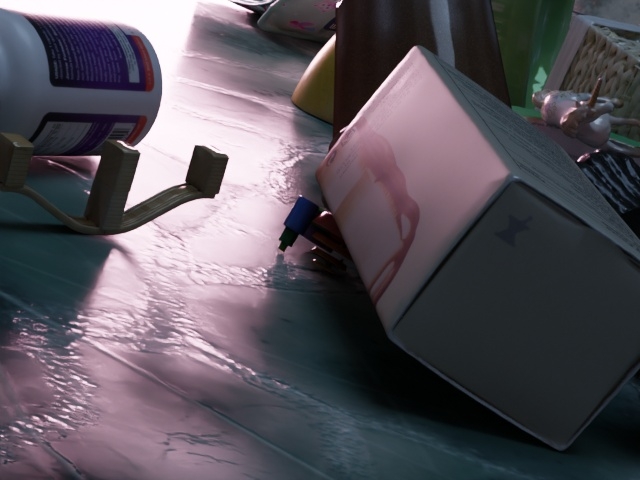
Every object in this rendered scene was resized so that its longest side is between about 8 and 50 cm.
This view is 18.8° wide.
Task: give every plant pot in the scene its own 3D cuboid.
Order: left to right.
[{"bbox_3d":[0.049,-0.166,1.938,0.134,0.095,0.134,17,15,-5],"label":"plant pot"},{"bbox_3d":[0.077,-0.114,1.515,0.167,0.165,0.167,-4,-19,-1],"label":"plant pot"}]

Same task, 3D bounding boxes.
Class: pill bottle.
[{"bbox_3d":[-0.215,-0.116,1.412,0.108,0.108,0.193,28,17,31],"label":"pill bottle"}]

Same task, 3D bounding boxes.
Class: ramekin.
[{"bbox_3d":[0.190,-0.273,2.125,0.148,0.303,0.303,14,13,12],"label":"ramekin"}]

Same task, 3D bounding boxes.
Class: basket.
[{"bbox_3d":[0.298,-0.132,1.986,0.113,0.167,0.103,6,24,-39],"label":"basket"}]

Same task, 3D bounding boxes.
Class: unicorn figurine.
[{"bbox_3d":[0.249,-0.113,1.783,0.111,0.060,0.162,9,1,-29],"label":"unicorn figurine"}]

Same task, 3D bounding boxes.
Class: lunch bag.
[{"bbox_3d":[0.013,-0.317,2.325,0.223,0.160,0.262,10,11,-31],"label":"lunch bag"}]

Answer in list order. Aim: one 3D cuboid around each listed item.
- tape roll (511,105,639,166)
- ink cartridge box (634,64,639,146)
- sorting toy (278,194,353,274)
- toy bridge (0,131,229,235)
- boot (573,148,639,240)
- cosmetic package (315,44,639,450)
[{"bbox_3d":[0.263,-0.037,1.769,0.321,0.077,0.321,17,15,-5],"label":"tape roll"},{"bbox_3d":[0.361,-0.077,1.726,0.109,0.062,0.209,15,19,-36],"label":"ink cartridge box"},{"bbox_3d":[0.000,0.000,1.406,0.061,0.042,0.102,31,0,-13],"label":"sorting toy"},{"bbox_3d":[-0.141,-0.036,1.299,0.188,0.063,0.026,2,22,-44],"label":"toy bridge"},{"bbox_3d":[0.236,0.029,1.376,0.260,0.131,0.348,34,10,27],"label":"boot"},{"bbox_3d":[0.108,-0.005,1.275,0.153,0.129,0.296,35,11,-18],"label":"cosmetic package"}]
